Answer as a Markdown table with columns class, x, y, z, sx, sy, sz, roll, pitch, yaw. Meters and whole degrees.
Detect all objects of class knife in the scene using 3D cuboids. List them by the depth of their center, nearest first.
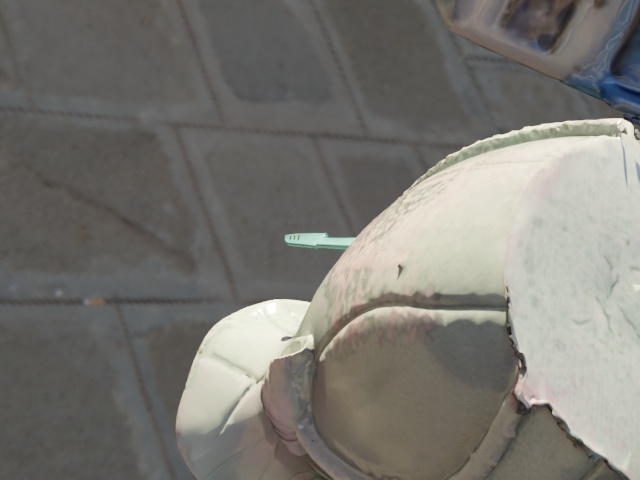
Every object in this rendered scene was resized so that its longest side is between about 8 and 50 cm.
| class | x | y | z | sx | sy | sz | roll | pitch | yaw |
| --- | --- | --- | --- | --- | --- | --- | --- | --- | --- |
| knife | 0.000 | 0.000 | 0.961 | 0.014 | 0.091 | 0.005 | -50 | 118 | -24 |

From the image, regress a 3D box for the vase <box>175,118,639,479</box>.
| class | x | y | z | sx | sy | sz | roll | pitch | yaw |
| --- | --- | --- | --- | --- | --- | --- | --- | --- | --- |
| vase | 0.071 | 0.087 | 0.866 | 0.250 | 0.445 | 0.250 | 8 | 71 | -26 |

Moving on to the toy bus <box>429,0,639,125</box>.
| class | x | y | z | sx | sy | sz | roll | pitch | yaw |
| --- | --- | --- | --- | --- | --- | --- | --- | --- | --- |
| toy bus | 0.131 | -0.174 | 0.347 | 0.131 | 0.297 | 0.106 | 14 | 31 | -17 |
